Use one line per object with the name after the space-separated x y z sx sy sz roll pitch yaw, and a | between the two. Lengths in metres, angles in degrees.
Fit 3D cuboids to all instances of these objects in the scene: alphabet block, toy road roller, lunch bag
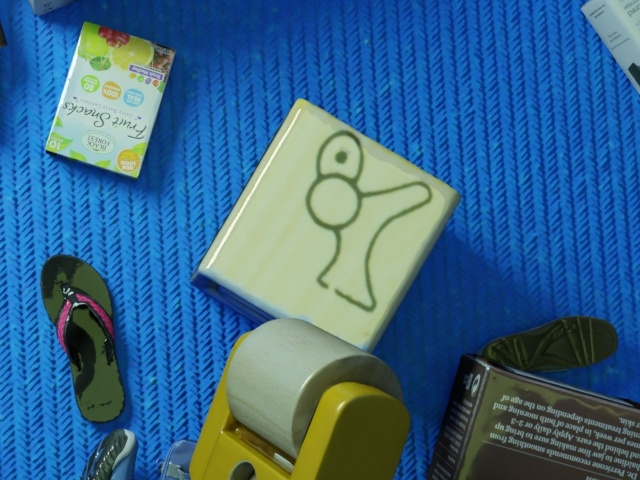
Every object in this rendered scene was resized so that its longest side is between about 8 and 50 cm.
0.000 0.000 1.720 0.192 0.193 0.197 32 82 -5 | alphabet block
0.014 0.255 1.579 0.240 0.202 0.330 15 95 -32 | toy road roller
-0.119 0.239 1.747 0.098 0.065 0.067 16 83 -6 | lunch bag

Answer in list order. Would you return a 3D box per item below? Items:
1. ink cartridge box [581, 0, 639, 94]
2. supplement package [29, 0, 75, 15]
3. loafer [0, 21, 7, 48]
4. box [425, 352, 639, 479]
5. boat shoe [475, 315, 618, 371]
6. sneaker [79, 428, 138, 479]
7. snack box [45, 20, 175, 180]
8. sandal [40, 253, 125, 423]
0.404 -0.212 1.844 0.153 0.087 0.208 -36 91 -8 | ink cartridge box
-0.205 -0.380 1.723 0.262 0.199 0.198 -23 88 -9 | supplement package
-0.357 -0.214 1.757 0.078 0.080 0.220 10 89 -16 | loafer
0.188 0.322 1.722 0.191 0.143 0.381 17 89 -6 | box
0.238 0.113 1.820 0.153 0.048 0.056 -13 88 -14 | boat shoe
-0.210 0.293 1.731 0.081 0.080 0.211 13 93 -12 | sneaker
-0.216 -0.143 1.782 0.100 0.037 0.141 17 83 -5 | snack box
-0.237 0.098 1.756 0.067 0.040 0.179 -16 87 -8 | sandal
